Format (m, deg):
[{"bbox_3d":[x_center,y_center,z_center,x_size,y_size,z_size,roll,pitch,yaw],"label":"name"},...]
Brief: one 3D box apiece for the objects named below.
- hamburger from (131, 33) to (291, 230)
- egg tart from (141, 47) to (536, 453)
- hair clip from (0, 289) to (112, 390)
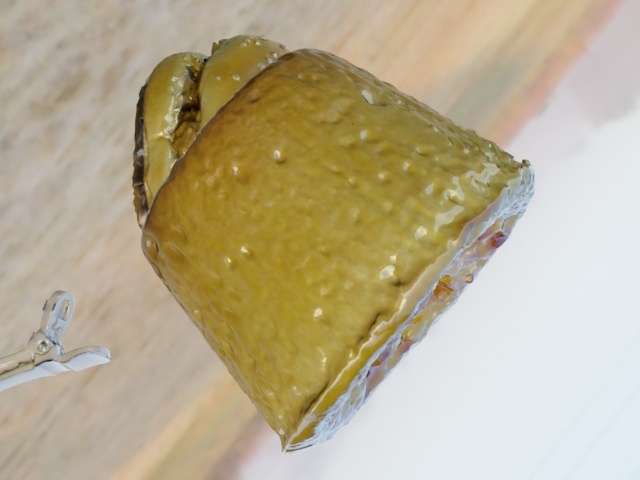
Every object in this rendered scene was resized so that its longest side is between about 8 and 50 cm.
[{"bbox_3d":[-0.053,-0.064,1.330,0.118,0.181,0.191,-5,-165,20],"label":"hamburger"},{"bbox_3d":[0.000,0.000,0.942,0.202,0.147,0.202,-49,170,-11],"label":"egg tart"},{"bbox_3d":[-0.274,0.118,1.408,0.226,0.072,0.034,-30,155,8],"label":"hair clip"}]
